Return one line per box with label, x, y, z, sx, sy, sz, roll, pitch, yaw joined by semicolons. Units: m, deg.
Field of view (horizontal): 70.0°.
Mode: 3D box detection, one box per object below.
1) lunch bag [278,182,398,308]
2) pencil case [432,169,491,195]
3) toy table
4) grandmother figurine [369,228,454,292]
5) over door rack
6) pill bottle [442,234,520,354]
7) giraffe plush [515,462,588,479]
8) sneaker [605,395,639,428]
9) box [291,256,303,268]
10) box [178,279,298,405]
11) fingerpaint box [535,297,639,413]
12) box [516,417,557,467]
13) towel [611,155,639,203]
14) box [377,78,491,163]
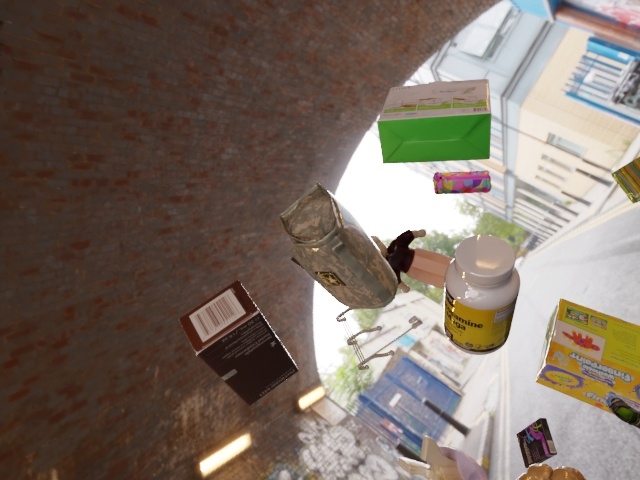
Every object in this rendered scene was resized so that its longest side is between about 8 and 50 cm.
lunch bag;0.041;0.025;1.078;0.169;0.287;0.235;-41;-65;3
pencil case;0.576;-0.237;1.873;0.104;0.237;0.104;177;90;-88
toy table;0.384;0.757;1.457;0.274;0.161;0.252;154;124;-62
grandmother figurine;0.276;0.060;1.417;0.104;0.343;0.207;166;119;-83
over door rack;0.220;0.297;1.697;0.108;0.239;0.324;14;-52;-43
pill bottle;0.429;0.148;1.233;0.188;0.188;0.333;-46;-37;-29
giraffe plush;0.584;0.601;1.062;0.171;0.210;0.181;-12;-9;-37
sneaker;1.014;0.575;1.469;0.067;0.188;0.078;-65;-8;21
box;0.000;0.000;1.501;0.158;0.093;0.156;-46;-12;-44
box;-0.217;0.302;1.294;0.191;0.143;0.381;-34;-38;-11
fingerpaint box;1.161;0.492;1.873;0.371;0.445;0.163;-54;-25;-39
box;0.723;0.683;1.537;0.162;0.029;0.116;103;171;-47
towel;0.852;-0.186;1.134;0.021;0.102;0.237;-30;-11;-28
box;0.296;-0.310;1.171;0.231;0.262;0.126;-68;-27;-50
